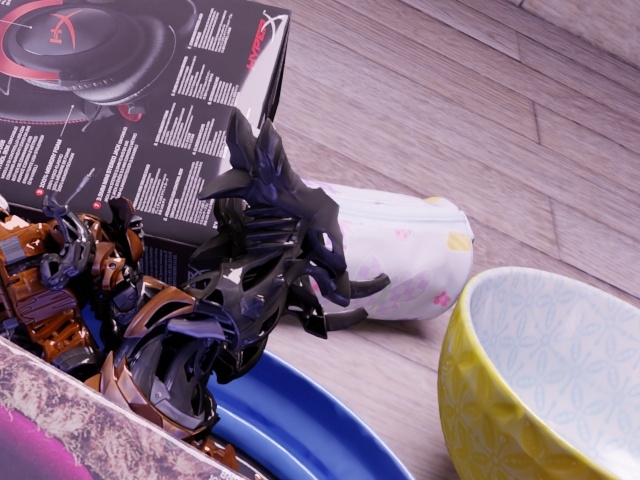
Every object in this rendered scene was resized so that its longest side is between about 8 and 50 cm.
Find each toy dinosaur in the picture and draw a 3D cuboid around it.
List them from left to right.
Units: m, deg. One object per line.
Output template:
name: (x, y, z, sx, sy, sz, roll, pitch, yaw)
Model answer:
toy dinosaur: (-0.088, 0.062, 0.637, 0.322, 0.218, 0.164, 50, -19, -16)

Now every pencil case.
pencil case: (0.000, 0.000, 0.999, 0.273, 0.124, 0.113, 10, 33, -34)

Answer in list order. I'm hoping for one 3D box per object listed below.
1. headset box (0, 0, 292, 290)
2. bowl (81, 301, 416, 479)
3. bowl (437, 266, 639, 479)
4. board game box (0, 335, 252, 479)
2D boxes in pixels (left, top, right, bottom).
headset box: (-0.187, -0.086, 0.834, 0.293, 0.110, 0.218, 13, 58, 0)
bowl: (-0.098, 0.179, 0.655, 0.391, 0.077, 0.391, 22, 28, -13)
bowl: (0.196, 0.166, 0.862, 0.289, 0.156, 0.289, 23, 24, -11)
board game box: (-0.176, 0.178, 0.392, 0.232, 0.141, 0.291, 29, 54, -1)
